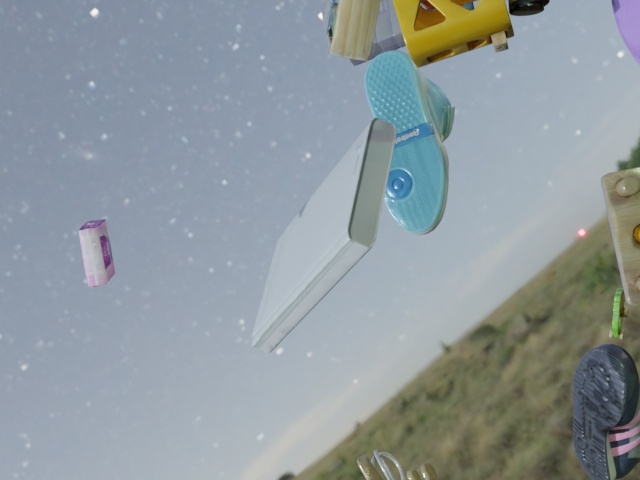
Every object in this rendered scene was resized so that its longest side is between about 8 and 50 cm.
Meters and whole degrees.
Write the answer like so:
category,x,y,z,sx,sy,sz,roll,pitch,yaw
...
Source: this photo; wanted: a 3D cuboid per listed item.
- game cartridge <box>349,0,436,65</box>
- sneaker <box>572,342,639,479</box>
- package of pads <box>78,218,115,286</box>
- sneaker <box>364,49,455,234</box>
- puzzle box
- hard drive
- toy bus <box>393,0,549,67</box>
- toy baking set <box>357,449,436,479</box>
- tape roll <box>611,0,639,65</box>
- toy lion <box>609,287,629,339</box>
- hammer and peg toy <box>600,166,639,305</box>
category,x,y,z,sx,sy,sz,roll,pitch,yaw
game cartridge,0.143,-0.562,2.217,0.230,0.355,0.068,-21,-35,23
sneaker,0.483,0.260,1.615,0.131,0.112,0.319,-26,-42,-16
package of pads,-0.301,0.016,1.357,0.031,0.083,0.050,-6,16,4
sneaker,0.182,-0.160,1.760,0.127,0.319,0.208,-12,-10,24
puzzle box,0.064,-0.453,1.254,0.272,0.052,0.409,-94,14,-68
hard drive,0.000,0.000,1.349,0.307,0.040,0.203,-50,21,50
toy bus,0.177,-0.257,1.097,0.190,0.104,0.202,-12,-6,-31
toy baking set,0.139,0.391,1.411,0.030,0.197,0.256,-39,-42,22
tape roll,0.466,-0.288,1.106,0.275,0.275,0.090,-40,3,-3
toy lion,0.684,0.163,2.313,0.096,0.034,0.100,66,-142,-47
hammer and peg toy,0.724,-0.028,1.872,0.361,0.266,0.127,-10,-4,0
